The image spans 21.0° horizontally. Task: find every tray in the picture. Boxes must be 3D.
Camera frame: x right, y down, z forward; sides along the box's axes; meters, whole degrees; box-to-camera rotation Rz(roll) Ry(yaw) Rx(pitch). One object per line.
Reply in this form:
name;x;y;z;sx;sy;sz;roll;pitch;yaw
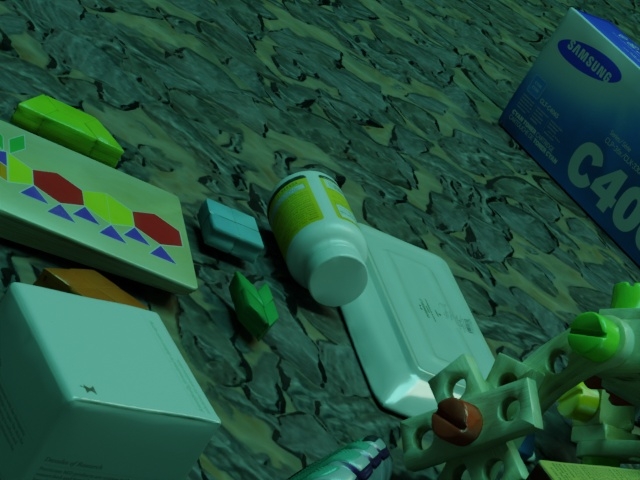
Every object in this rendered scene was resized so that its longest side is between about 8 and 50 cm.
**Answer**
tray;0.081;0.065;1.369;0.145;0.030;0.270;23;23;-25

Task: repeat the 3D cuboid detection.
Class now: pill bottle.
pill bottle;0.000;0.000;1.349;0.065;0.065;0.116;21;24;-26

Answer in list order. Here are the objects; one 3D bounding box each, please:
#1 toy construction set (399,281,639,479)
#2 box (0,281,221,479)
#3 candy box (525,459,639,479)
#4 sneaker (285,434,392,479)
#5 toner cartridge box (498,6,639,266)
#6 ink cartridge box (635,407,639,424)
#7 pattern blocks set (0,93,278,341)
toy construction set;0.208;0.108;1.209;0.215;0.151;0.327;-4;-6;39
box;-0.130;0.092;0.938;0.102;0.087;0.101;14;28;-39
candy box;0.180;0.200;1.104;0.186;0.109;0.053;13;29;-43
sneaker;-0.002;0.185;0.964;0.098;0.083;0.223;58;26;1
toner cartridge box;0.352;-0.095;1.908;0.075;0.165;0.348;12;29;-42
ink cartridge box;0.317;0.152;1.506;0.115;0.029;0.063;25;22;-20
pattern blocks set;-0.177;-0.024;1.210;0.325;0.026;0.285;26;22;-15
